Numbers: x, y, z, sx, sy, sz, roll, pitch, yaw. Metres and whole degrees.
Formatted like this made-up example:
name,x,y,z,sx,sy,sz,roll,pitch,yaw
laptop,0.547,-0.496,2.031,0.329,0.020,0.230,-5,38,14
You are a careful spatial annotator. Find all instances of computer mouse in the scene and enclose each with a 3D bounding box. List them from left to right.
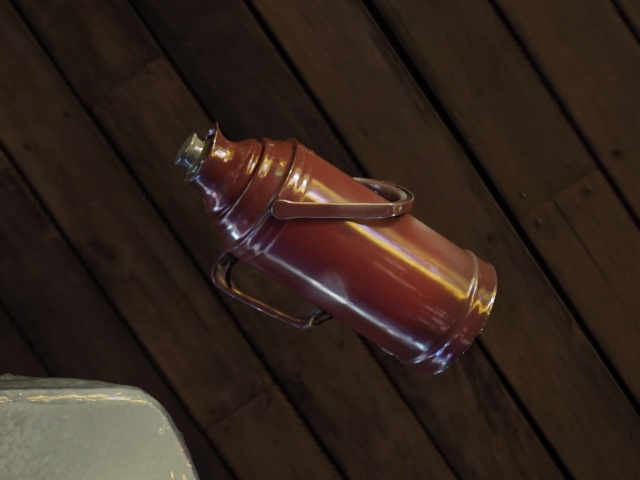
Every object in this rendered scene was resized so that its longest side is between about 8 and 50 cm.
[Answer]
name,x,y,z,sx,sy,sz,roll,pitch,yaw
computer mouse,-0.140,0.101,0.390,0.228,0.068,0.113,4,103,-10

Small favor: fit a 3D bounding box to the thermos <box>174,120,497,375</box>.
name,x,y,z,sx,sy,sz,roll,pitch,yaw
thermos,0.000,0.001,0.781,0.232,0.099,0.124,31,93,-19
